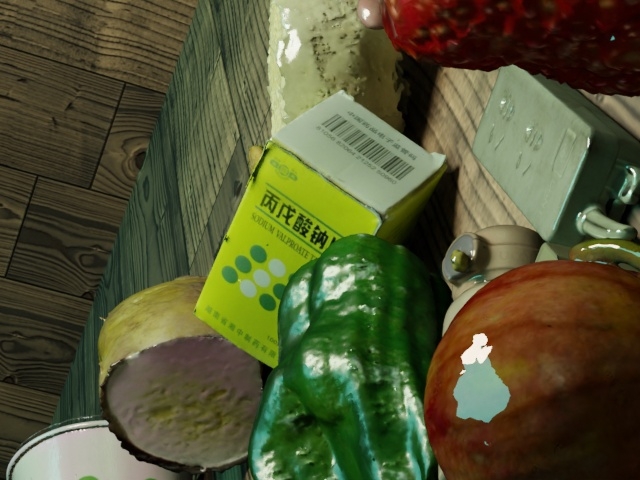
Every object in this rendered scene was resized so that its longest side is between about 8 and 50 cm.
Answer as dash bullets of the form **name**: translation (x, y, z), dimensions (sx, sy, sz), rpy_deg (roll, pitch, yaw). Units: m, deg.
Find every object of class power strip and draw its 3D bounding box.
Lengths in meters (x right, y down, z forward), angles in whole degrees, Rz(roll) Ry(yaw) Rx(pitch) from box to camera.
- **power strip**: translation (0.186, -0.062, 1.241), dimensions (0.288, 0.053, 0.093), rpy_deg (-115, 43, -68)

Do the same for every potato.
- **potato**: translation (-0.170, 0.137, 1.992), dimensions (0.266, 0.229, 0.229), rpy_deg (-111, 39, -59)

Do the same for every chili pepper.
- **chili pepper**: translation (0.029, 0.170, 1.350), dimensions (0.213, 0.167, 0.385), rpy_deg (121, 157, -49)

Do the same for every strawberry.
- **strawberry**: translation (0.186, -0.210, 1.041), dimensions (0.261, 0.257, 0.261), rpy_deg (-165, 90, -83)

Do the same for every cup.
- **cup**: translation (-0.277, 0.405, 2.074), dimensions (0.253, 0.253, 0.274), rpy_deg (120, 152, -43)

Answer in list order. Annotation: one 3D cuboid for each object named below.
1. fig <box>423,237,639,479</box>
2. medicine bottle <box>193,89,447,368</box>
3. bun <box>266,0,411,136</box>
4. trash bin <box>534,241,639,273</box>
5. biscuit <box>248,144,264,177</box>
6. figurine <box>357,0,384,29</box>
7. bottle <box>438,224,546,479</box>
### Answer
- **fig**: translation (0.161, 0.096, 0.960), dimensions (0.205, 0.205, 0.205), rpy_deg (-164, 90, -74)
- **medicine bottle**: translation (0.000, 0.000, 1.567), dimensions (0.141, 0.137, 0.250), rpy_deg (-37, -21, -48)
- **bun**: translation (0.019, -0.171, 1.701), dimensions (0.259, 0.152, 0.259), rpy_deg (179, 90, -84)
- **trash bin**: translation (0.184, 0.040, 1.072), dimensions (0.043, 0.092, 0.061), rpy_deg (-111, 40, -68)
- **biscuit**: translation (-0.040, 0.015, 1.765), dimensions (0.118, 0.029, 0.247), rpy_deg (57, -163, -87)
- **figurine**: translation (0.124, -0.370, 1.568), dimensions (0.193, 0.154, 0.421), rpy_deg (116, 163, -48)
- **bottle**: translation (0.131, 0.084, 1.181), dimensions (0.097, 0.110, 0.209), rpy_deg (-33, 41, 41)
